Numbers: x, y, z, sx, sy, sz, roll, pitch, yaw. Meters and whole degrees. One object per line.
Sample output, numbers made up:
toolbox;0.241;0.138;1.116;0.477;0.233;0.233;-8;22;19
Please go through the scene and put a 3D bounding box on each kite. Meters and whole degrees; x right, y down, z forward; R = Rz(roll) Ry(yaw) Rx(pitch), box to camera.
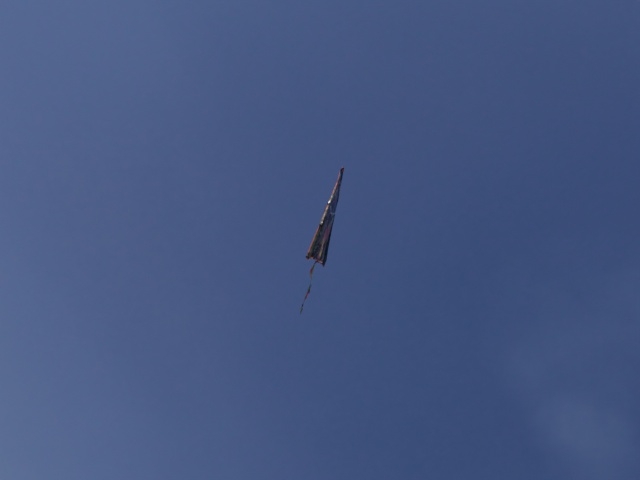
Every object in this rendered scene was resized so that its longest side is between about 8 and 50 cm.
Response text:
kite;0.000;0.000;1.258;0.010;0.190;0.159;15;-93;7
